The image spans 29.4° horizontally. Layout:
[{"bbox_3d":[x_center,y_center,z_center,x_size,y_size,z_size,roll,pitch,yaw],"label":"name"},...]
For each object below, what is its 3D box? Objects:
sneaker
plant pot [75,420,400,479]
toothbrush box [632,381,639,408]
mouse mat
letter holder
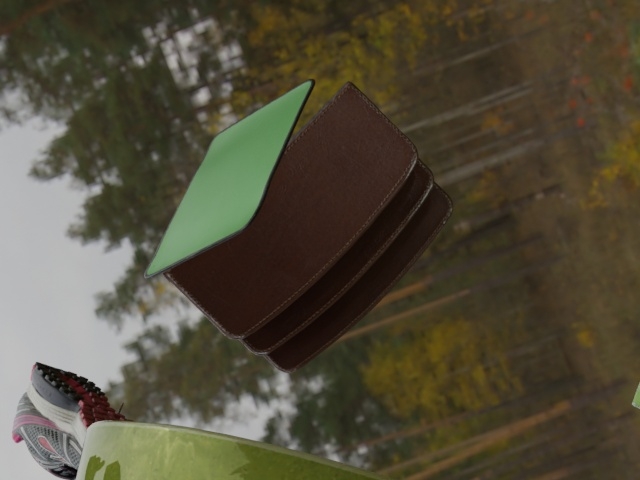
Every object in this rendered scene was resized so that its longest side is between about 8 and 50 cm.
[{"bbox_3d":[-0.290,0.263,1.531,0.121,0.112,0.299,24,-176,-39],"label":"sneaker"},{"bbox_3d":[-0.035,0.275,0.616,0.275,0.275,0.293,60,-137,-62],"label":"plant pot"},{"bbox_3d":[0.435,0.048,1.250,0.206,0.122,0.283,-1,-70,-66],"label":"toothbrush box"},{"bbox_3d":[-0.079,-0.055,1.072,0.007,0.152,0.189,41,-132,-24],"label":"mouse mat"},{"bbox_3d":[0.000,0.000,1.428,0.214,0.302,0.152,45,180,-2],"label":"letter holder"}]
